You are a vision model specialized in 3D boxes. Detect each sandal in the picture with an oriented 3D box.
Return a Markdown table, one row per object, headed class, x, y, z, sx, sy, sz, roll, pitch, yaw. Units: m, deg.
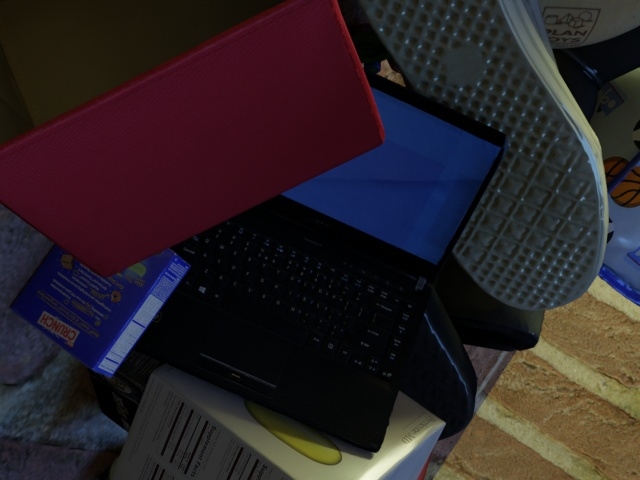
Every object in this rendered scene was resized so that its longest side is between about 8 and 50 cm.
| class | x | y | z | sx | sy | sz | roll | pitch | yaw |
| --- | --- | --- | --- | --- | --- | --- | --- | --- | --- |
| sandal | 0.037 | 0.013 | 1.231 | 0.107 | 0.167 | 0.446 | -77 | 153 | -50 |

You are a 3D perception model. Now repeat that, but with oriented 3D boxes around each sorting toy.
| class | x | y | z | sx | sy | sz | roll | pitch | yaw |
| --- | --- | --- | --- | --- | --- | --- | --- | --- | --- |
| sorting toy | 0.064 | -0.194 | 1.242 | 0.061 | 0.102 | 0.042 | -25 | -122 | 53 |

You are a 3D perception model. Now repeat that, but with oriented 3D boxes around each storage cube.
| class | x | y | z | sx | sy | sz | roll | pitch | yaw |
| --- | --- | --- | --- | --- | --- | --- | --- | --- | --- |
| storage cube | -0.098 | -0.118 | 0.665 | 0.215 | 0.184 | 0.193 | -26 | 160 | 3 |

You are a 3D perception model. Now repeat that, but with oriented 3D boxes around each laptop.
| class | x | y | z | sx | sy | sz | roll | pitch | yaw |
| --- | --- | --- | --- | --- | --- | --- | --- | --- | --- |
| laptop | 0.000 | 0.000 | 1.057 | 0.136 | 0.234 | 0.264 | 122 | -9 | -60 |

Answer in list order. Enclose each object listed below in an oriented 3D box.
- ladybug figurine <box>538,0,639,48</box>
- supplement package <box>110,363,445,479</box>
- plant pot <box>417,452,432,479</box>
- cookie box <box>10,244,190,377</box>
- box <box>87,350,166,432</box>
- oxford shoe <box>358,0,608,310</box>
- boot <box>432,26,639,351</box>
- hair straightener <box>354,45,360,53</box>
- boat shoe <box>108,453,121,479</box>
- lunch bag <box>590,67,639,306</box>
| class | x | y | z | sx | sy | sz | roll | pitch | yaw |
| --- | --- | --- | --- | --- | --- | --- | --- | --- | --- |
| ladybug figurine | 0.242 | -0.361 | 1.136 | 0.449 | 0.305 | 0.162 | 99 | -10 | -52 |
| supplement package | -0.037 | 0.193 | 1.130 | 0.194 | 0.203 | 0.149 | -28 | 147 | -55 |
| plant pot | 0.027 | 0.186 | 1.490 | 0.243 | 0.275 | 0.275 | -56 | 164 | -36 |
| cookie box | -0.168 | 0.035 | 0.971 | 0.107 | 0.092 | 0.040 | -54 | 158 | -6 |
| box | -0.126 | 0.087 | 1.182 | 0.180 | 0.077 | 0.147 | -47 | 159 | -26 |
| oxford shoe | 0.152 | -0.130 | 1.140 | 0.449 | 0.169 | 0.130 | 64 | 24 | -27 |
| boot | 0.257 | -0.100 | 1.335 | 0.367 | 0.146 | 0.445 | -5 | -126 | 55 |
| hair straightener | 0.043 | -0.117 | 1.258 | 0.047 | 0.089 | 0.230 | -11 | 156 | 1 |
| boat shoe | -0.147 | 0.243 | 1.343 | 0.073 | 0.080 | 0.223 | -26 | 169 | 16 |
| lunch bag | 0.412 | -0.169 | 1.535 | 0.239 | 0.328 | 0.385 | 28 | 112 | -34 |
